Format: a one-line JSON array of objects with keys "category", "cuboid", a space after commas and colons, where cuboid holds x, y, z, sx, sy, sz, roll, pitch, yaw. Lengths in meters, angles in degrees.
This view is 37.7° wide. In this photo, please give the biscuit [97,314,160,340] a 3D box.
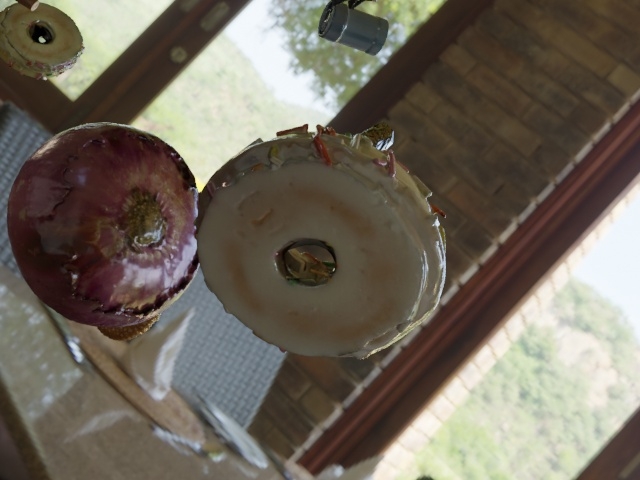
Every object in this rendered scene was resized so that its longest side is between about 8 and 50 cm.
[{"category": "biscuit", "cuboid": [-0.389, 0.082, 1.908, 0.035, 0.254, 0.254, 23, 14, -49]}]

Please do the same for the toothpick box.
[{"category": "toothpick box", "cuboid": [0.082, -0.537, 2.373, 0.153, 0.101, 0.101, 15, 9, -23]}]

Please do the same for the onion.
[{"category": "onion", "cuboid": [-0.375, -0.022, 1.653, 0.358, 0.358, 0.345, 44, -24, -8]}]

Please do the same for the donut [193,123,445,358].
[{"category": "donut", "cuboid": [0.000, 0.000, 1.372, 0.382, 0.383, 0.142, 45, 35, -13]}]

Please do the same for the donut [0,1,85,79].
[{"category": "donut", "cuboid": [-0.544, -0.382, 1.801, 0.174, 0.174, 0.068, 44, -39, -2]}]

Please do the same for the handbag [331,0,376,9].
[{"category": "handbag", "cuboid": [0.130, -0.671, 2.113, 0.118, 0.268, 0.326, 2, -14, -35]}]

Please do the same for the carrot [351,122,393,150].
[{"category": "carrot", "cuboid": [0.073, -0.181, 1.888, 0.069, 0.069, 0.229, 43, 41, 12]}]

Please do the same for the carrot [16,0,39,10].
[{"category": "carrot", "cuboid": [-0.473, -0.387, 1.434, 0.093, 0.032, 0.032, 39, -3, 0]}]
